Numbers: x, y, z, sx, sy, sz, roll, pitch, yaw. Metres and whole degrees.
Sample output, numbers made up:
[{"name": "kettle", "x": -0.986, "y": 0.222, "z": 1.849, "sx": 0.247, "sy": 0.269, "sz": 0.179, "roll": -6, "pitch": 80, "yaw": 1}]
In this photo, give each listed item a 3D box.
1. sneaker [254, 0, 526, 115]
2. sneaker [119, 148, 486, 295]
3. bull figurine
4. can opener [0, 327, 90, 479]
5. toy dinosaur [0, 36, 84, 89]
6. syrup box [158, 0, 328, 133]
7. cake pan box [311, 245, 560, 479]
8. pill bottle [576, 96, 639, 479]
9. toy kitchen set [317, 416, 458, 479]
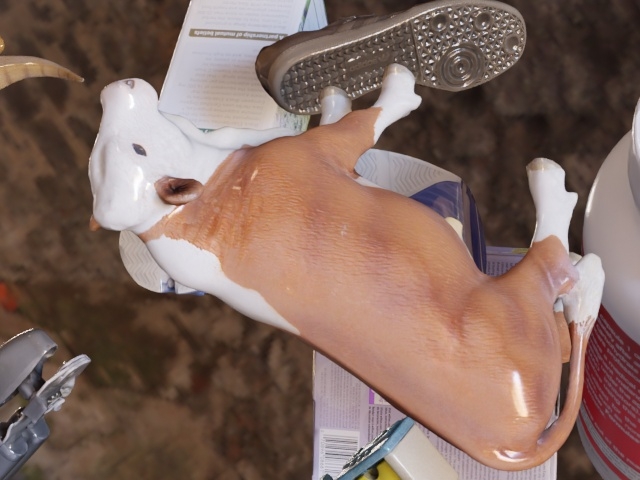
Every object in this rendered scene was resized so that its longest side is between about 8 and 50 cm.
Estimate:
[{"name": "sneaker", "x": 0.046, "y": -0.137, "z": 1.005, "sx": 0.071, "sy": 0.188, "sz": 0.066, "roll": -128, "pitch": -149, "yaw": -56}, {"name": "sneaker", "x": -0.001, "y": 0.000, "z": 1.321, "sx": 0.182, "sy": 0.315, "sz": 0.127, "roll": 26, "pitch": 64, "yaw": -70}, {"name": "bull figurine", "x": 0.021, "y": -0.002, "z": 0.820, "sx": 0.310, "sy": 0.188, "sz": 0.101, "roll": 38, "pitch": -32, "yaw": 3}, {"name": "can opener", "x": -0.343, "y": 0.195, "z": 1.565, "sx": 0.095, "sy": 0.076, "sz": 0.283, "roll": 48, "pitch": -57, "yaw": 5}, {"name": "toy dinosaur", "x": -0.288, "y": -0.140, "z": 1.240, "sx": 0.064, "sy": 0.211, "sz": 0.112, "roll": 50, "pitch": 27, "yaw": -63}, {"name": "syrup box", "x": -0.064, "y": -0.098, "z": 1.114, "sx": 0.096, "sy": 0.237, "sz": 0.093, "roll": 6, "pitch": -32, "yaw": 13}, {"name": "cake pan box", "x": 0.117, "y": 0.135, "z": 1.464, "sx": 0.070, "sy": 0.245, "sz": 0.267, "roll": -25, "pitch": 116, "yaw": -76}, {"name": "pill bottle", "x": 0.302, "y": 0.040, "z": 1.065, "sx": 0.229, "sy": 0.229, "sz": 0.408, "roll": 47, "pitch": -15, "yaw": 29}, {"name": "toy kitchen set", "x": -0.022, "y": 0.228, "z": 1.107, "sx": 0.122, "sy": 0.207, "sz": 0.166, "roll": 44, "pitch": -43, "yaw": -1}]
